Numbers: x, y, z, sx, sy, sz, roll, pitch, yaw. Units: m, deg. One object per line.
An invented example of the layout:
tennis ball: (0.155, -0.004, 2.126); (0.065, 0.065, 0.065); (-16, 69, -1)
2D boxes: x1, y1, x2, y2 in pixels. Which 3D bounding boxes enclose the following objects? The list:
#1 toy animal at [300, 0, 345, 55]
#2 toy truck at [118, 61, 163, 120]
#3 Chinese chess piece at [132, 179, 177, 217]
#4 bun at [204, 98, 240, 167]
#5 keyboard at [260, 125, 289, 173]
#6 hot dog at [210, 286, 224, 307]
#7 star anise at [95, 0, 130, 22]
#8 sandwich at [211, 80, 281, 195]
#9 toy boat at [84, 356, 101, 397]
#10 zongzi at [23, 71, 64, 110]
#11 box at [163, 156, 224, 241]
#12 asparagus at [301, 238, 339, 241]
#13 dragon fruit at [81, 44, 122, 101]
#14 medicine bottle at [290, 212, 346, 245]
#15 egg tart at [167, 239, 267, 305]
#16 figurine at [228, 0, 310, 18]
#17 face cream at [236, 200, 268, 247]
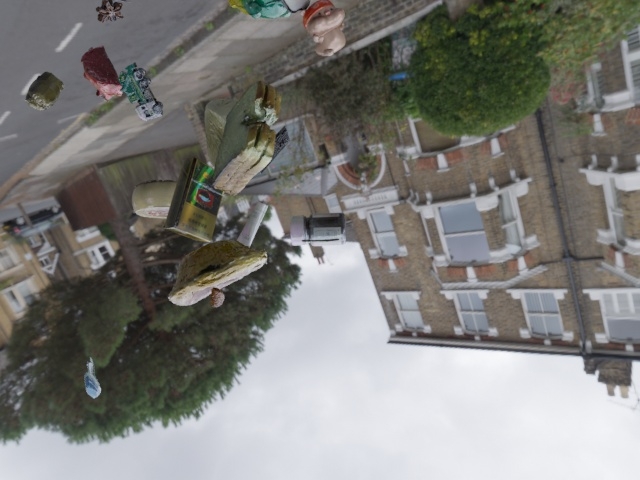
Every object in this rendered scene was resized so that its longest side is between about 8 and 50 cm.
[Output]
toy animal: (0.021, -0.861, 1.691); (0.171, 0.198, 0.171); (-20, -150, 12)
toy truck: (-0.732, -0.595, 1.693); (0.116, 0.216, 0.110); (-24, -148, -4)
Chinese chess piece: (-0.637, -0.165, 1.739); (0.270, 0.112, 0.270); (-3, 173, 0)
bun: (-0.349, -0.442, 1.785); (0.227, 0.349, 0.352); (-15, 160, -31)
keyboard: (-0.168, -0.325, 1.499); (0.015, 0.074, 0.196); (16, -124, 31)
hot dog: (-0.420, 0.228, 1.693); (0.058, 0.083, 0.035); (17, -160, 17)
star anise: (-0.886, -1.002, 1.802); (0.191, 0.070, 0.097); (-46, 167, -44)
sandwich: (-0.210, -0.303, 1.211); (0.249, 0.095, 0.273); (-30, -133, 50)
toy boat: (-0.754, 0.444, 1.384); (0.034, 0.149, 0.105); (-12, 148, -16)
zongzi: (-0.958, -0.456, 1.400); (0.178, 0.081, 0.189); (-28, -136, 24)
box: (-0.404, -0.130, 1.364); (0.071, 0.240, 0.159); (4, 166, 34)
asparagus: (0.000, 0.000, 1.814); (0.166, 0.016, 0.013); (-3, 164, -4)
dragon fruit: (-1.046, -0.761, 2.003); (0.134, 0.262, 0.211); (-23, 159, -24)
medicine bottle: (-0.010, -0.054, 2.096); (0.273, 0.165, 0.165); (-1, -164, 4)
egg tart: (-0.429, 0.109, 1.716); (0.443, 0.178, 0.443); (-28, 177, -1)
figurine: (-0.217, -1.020, 1.701); (0.340, 0.231, 0.324); (22, -110, 34)
face cream: (-0.335, -0.078, 2.061); (0.092, 0.244, 0.058); (21, 173, 31)
